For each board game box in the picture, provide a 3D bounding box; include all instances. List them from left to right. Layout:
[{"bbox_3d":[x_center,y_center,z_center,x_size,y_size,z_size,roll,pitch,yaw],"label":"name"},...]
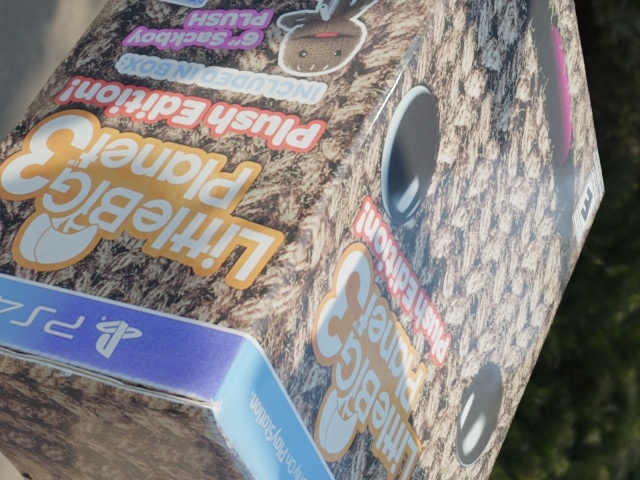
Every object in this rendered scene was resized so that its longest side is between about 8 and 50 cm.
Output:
[{"bbox_3d":[0.000,0.000,0.531,0.291,0.141,0.232,-62,147,-30],"label":"board game box"}]
